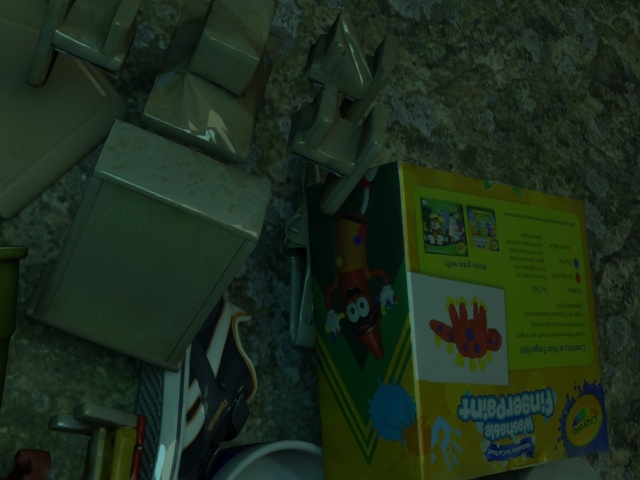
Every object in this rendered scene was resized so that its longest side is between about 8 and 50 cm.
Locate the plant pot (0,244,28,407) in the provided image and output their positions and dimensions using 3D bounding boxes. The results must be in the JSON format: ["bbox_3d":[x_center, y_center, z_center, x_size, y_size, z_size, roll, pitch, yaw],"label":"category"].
[{"bbox_3d":[-0.407,0.181,0.708,0.366,0.366,0.353,-2,91,-43],"label":"plant pot"}]

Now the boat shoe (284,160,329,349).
[{"bbox_3d":[0.000,0.000,1.269,0.094,0.109,0.302,1,75,-20],"label":"boat shoe"}]

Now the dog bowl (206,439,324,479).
[{"bbox_3d":[-0.061,0.371,1.106,0.265,0.104,0.265,14,68,-39],"label":"dog bowl"}]

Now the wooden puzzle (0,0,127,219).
[{"bbox_3d":[-0.352,-0.175,1.044,0.238,0.044,0.221,57,47,-21],"label":"wooden puzzle"}]

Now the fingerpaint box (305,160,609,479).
[{"bbox_3d":[0.191,0.116,1.246,0.445,0.163,0.371,5,78,-47],"label":"fingerpaint box"}]

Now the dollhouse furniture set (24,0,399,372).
[{"bbox_3d":[-0.146,-0.102,1.023,0.362,0.256,0.394,23,46,-14],"label":"dollhouse furniture set"}]

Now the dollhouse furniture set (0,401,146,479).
[{"bbox_3d":[-0.235,0.365,0.892,0.152,0.201,0.374,25,56,-35],"label":"dollhouse furniture set"}]

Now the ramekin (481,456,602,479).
[{"bbox_3d":[0.330,0.459,1.425,0.273,0.127,0.273,14,68,-39],"label":"ramekin"}]

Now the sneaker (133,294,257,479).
[{"bbox_3d":[-0.143,0.201,1.060,0.127,0.126,0.321,19,64,-27],"label":"sneaker"}]
